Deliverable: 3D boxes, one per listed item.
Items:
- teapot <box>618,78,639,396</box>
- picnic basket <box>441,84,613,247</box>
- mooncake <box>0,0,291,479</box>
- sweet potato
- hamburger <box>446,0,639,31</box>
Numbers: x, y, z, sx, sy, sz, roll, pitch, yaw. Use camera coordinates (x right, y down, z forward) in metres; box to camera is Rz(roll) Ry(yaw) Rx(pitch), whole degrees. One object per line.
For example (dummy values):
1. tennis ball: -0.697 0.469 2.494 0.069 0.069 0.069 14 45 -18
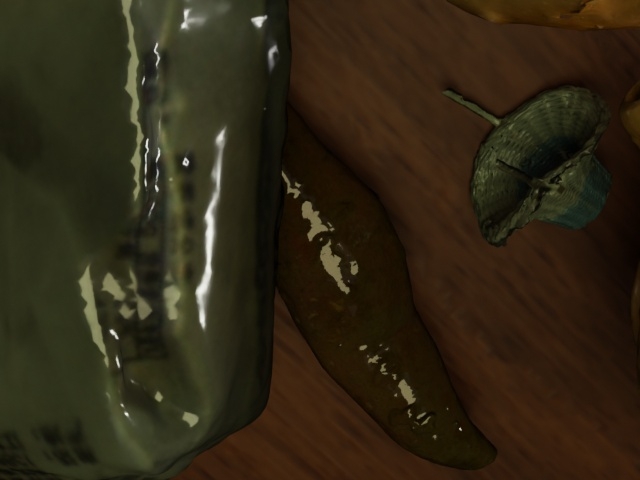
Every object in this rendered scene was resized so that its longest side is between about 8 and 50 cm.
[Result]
1. teapot: 0.217 0.036 0.573 0.203 0.167 0.311 -49 128 -8
2. picnic basket: 0.094 -0.035 0.584 0.083 0.065 0.083 32 114 -30
3. mooncake: -0.129 -0.026 0.532 0.254 0.136 0.250 7 110 22
4. sweet potato: 0.000 0.000 0.598 0.067 0.067 0.274 -31 102 11
5. hamburger: 0.102 -0.207 0.419 0.260 0.245 0.211 0 136 24
